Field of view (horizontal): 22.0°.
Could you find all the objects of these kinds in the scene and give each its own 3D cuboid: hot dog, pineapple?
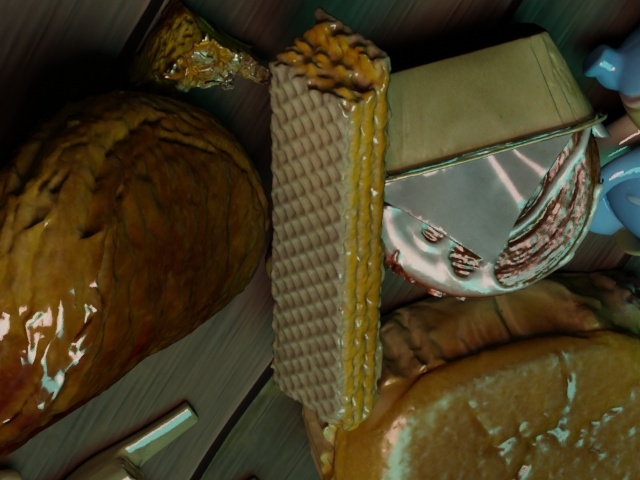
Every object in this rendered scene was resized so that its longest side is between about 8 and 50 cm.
[{"bbox_3d":[-0.178,0.019,1.226,0.267,0.387,0.174,-43,86,24],"label":"hot dog"},{"bbox_3d":[-0.088,-0.146,1.281,0.114,0.077,0.114,7,159,-41],"label":"pineapple"}]

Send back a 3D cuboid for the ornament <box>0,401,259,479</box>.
[{"bbox_3d":[-0.195,0.254,1.547,0.245,0.061,0.230,-33,131,0],"label":"ornament"}]

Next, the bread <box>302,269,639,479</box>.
[{"bbox_3d":[0.179,0.166,1.559,0.388,0.183,0.236,-14,128,-13],"label":"bread"}]

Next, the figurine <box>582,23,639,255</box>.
[{"bbox_3d":[0.299,-0.081,1.447,0.180,0.154,0.262,-39,122,-4],"label":"figurine"}]

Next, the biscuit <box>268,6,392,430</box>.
[{"bbox_3d":[0.007,0.001,1.306,0.054,0.094,0.379,-31,141,-31],"label":"biscuit"}]

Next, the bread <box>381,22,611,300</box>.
[{"bbox_3d":[0.127,-0.060,1.356,0.224,0.142,0.212,-15,101,0],"label":"bread"}]

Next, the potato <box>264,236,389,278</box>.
[{"bbox_3d":[0.000,0.000,1.423,0.103,0.066,0.096,23,129,-37],"label":"potato"}]
